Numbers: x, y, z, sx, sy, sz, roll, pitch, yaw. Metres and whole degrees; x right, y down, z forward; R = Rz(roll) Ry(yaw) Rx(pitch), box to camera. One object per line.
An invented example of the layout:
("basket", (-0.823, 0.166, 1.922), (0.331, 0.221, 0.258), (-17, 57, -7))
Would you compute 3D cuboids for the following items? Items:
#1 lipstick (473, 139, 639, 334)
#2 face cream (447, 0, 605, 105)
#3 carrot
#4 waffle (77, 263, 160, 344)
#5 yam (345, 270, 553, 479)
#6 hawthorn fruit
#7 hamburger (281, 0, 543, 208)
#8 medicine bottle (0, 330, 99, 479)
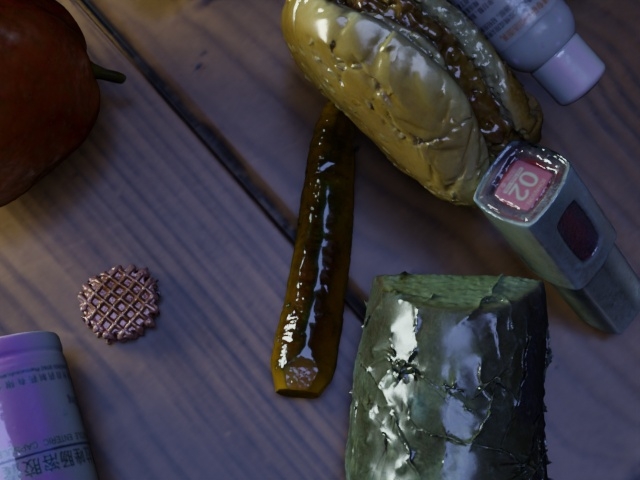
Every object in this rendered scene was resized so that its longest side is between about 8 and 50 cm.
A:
("lipstick", (0.231, 0.006, 1.373), (0.077, 0.253, 0.079), (28, 79, 38))
("face cream", (0.155, -0.234, 1.350), (0.082, 0.082, 0.269), (-44, 97, -8))
("carrot", (0.000, 0.000, 1.466), (0.066, 0.066, 0.314), (7, 76, 0))
("waffle", (-0.198, 0.062, 1.463), (0.083, 0.029, 0.075), (-14, 80, -6))
("yam", (0.127, 0.168, 1.372), (0.203, 0.201, 0.271), (5, 73, -1))
("hawthorn fruit", (-0.318, -0.146, 1.421), (0.261, 0.224, 0.224), (-18, 79, -28))
("hamburger", (0.085, -0.151, 1.391), (0.283, 0.259, 0.144), (40, 88, -5))
("medicine bottle", (-0.283, 0.226, 1.367), (0.152, 0.152, 0.254), (-17, 80, -4))
